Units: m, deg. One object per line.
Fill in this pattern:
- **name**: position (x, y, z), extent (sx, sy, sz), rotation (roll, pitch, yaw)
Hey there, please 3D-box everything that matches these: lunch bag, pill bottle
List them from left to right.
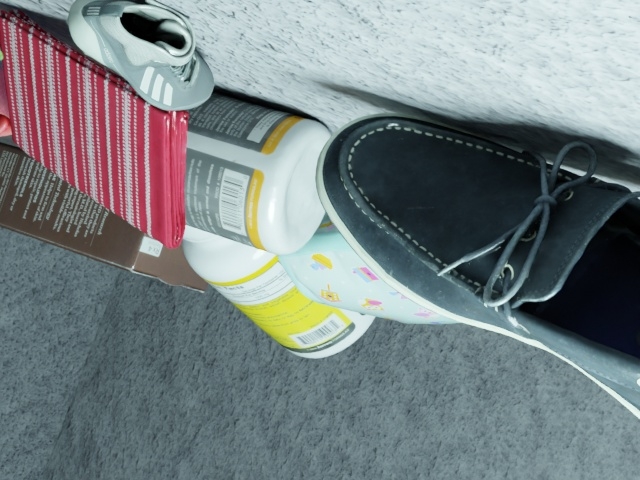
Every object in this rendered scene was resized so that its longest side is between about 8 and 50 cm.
- **pill bottle**: position (-0.135, -0.094, 1.375), extent (0.278, 0.162, 0.162), rotation (18, 175, 22)
- **pill bottle**: position (-0.069, 0.009, 1.613), extent (0.188, 0.188, 0.334), rotation (15, 158, 44)
- **lunch bag**: position (0.103, 0.018, 1.498), extent (0.223, 0.160, 0.262), rotation (-4, 165, 42)

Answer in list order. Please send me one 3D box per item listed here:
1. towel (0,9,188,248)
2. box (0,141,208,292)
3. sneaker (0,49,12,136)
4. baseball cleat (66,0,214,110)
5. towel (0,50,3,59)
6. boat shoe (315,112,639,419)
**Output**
- **towel**: position (-0.253, -0.124, 1.305), extent (0.275, 0.031, 0.198), rotation (32, 138, 25)
- **box**: position (-0.359, -0.040, 1.880), extent (0.381, 0.143, 0.191), rotation (18, 177, 32)
- **sneaker**: position (-0.450, -0.206, 1.539), extent (0.314, 0.136, 0.116), rotation (16, 173, 37)
- **baseball cleat**: position (-0.145, -0.169, 1.105), extent (0.109, 0.072, 0.206), rotation (9, 174, 33)
- **towel**: position (-0.411, -0.250, 1.260), extent (0.152, 0.023, 0.113), rotation (39, 172, -4)
- **boat shoe**: position (0.206, 0.013, 0.996), extent (0.500, 0.187, 0.156), rotation (34, 160, 25)
